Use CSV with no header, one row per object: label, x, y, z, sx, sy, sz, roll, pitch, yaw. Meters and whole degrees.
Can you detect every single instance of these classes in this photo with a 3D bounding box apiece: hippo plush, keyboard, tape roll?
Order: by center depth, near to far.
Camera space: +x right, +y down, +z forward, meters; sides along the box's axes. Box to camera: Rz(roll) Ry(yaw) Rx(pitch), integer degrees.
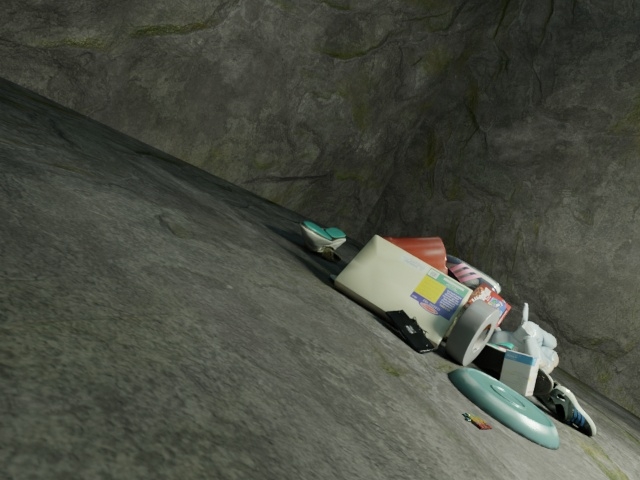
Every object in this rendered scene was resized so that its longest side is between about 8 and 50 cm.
keyboard,0.283,0.290,1.475,0.100,0.038,0.192,1,32,-28
tape roll,0.505,0.305,1.565,0.072,0.219,0.219,33,7,32
hippo plush,0.867,0.475,2.070,0.294,0.234,0.237,43,-44,-20

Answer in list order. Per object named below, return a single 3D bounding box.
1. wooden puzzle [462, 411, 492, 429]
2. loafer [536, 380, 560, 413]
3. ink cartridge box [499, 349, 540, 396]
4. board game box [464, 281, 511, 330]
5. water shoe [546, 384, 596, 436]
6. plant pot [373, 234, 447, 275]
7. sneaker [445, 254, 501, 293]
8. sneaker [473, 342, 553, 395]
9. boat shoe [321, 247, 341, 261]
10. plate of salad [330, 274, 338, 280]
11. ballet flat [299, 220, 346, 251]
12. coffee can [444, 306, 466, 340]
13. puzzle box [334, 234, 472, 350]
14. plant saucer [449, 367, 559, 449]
wooden puzzle,0.344,0.397,1.038,0.083,0.006,0.049,23,8,-46
loafer,0.843,0.552,1.704,0.094,0.087,0.251,29,6,-1
ink cartridge box,0.648,0.441,1.541,0.090,0.143,0.092,11,-7,39
board game box,0.630,0.245,1.779,0.145,0.027,0.281,46,29,17
water shoe,0.816,0.571,1.547,0.203,0.080,0.073,54,-9,-3
plant pot,0.369,0.097,1.947,0.265,0.272,0.272,-7,5,2
sneaker,0.589,0.167,1.998,0.319,0.131,0.112,31,-22,31
sneaker,0.695,0.452,1.684,0.296,0.123,0.178,25,9,41
boat shoe,0.053,0.073,2.231,0.048,0.056,0.153,27,-3,27
plate of salad,0.127,0.171,1.759,0.200,0.048,0.200,28,6,-3
ballet flat,0.000,0.000,2.255,0.139,0.139,0.400,32,11,24
coffee can,0.483,0.274,1.808,0.275,0.201,0.201,27,6,-19
puzzle box,0.288,0.170,1.647,0.409,0.272,0.052,32,-36,20
plant saucer,0.501,0.438,1.279,0.318,0.043,0.317,29,6,-3
